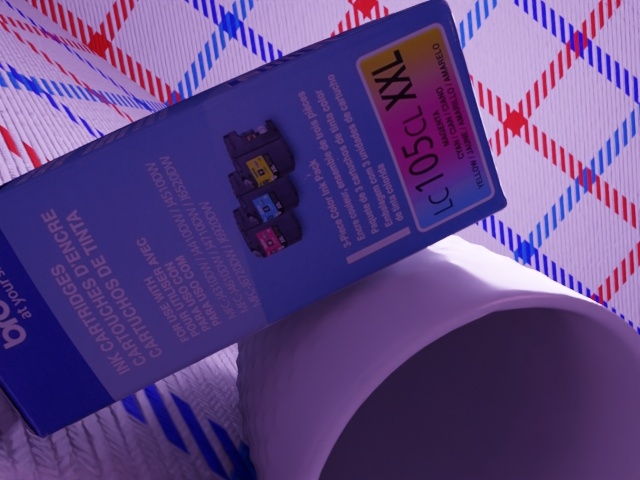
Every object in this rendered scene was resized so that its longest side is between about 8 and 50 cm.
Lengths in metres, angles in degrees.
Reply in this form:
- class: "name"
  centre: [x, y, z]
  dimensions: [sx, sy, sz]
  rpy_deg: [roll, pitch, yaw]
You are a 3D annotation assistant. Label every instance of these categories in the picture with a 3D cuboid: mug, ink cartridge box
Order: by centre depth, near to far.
- class: "ink cartridge box"
  centre: [-0.104, -0.027, 0.452]
  dimensions: [0.151, 0.396, 0.270]
  rpy_deg: [64, -6, -18]
- class: "mug"
  centre: [0.099, 0.142, 0.527]
  dimensions: [0.374, 0.276, 0.328]
  rpy_deg: [31, 3, -24]
